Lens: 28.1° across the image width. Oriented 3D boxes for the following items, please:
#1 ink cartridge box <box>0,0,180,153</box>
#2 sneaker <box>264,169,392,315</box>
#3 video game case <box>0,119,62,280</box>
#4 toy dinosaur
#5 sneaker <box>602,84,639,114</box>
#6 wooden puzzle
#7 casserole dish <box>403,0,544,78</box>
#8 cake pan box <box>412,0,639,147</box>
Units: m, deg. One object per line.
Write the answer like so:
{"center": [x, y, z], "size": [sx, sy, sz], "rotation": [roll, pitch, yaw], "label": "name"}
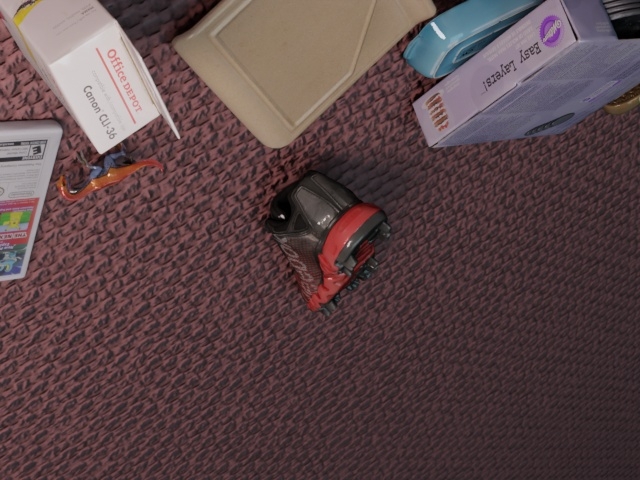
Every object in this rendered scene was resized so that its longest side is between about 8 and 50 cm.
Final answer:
{"center": [-0.202, -0.155, 1.061], "size": [0.067, 0.198, 0.115], "rotation": [-36, 143, -10], "label": "ink cartridge box"}
{"center": [0.000, 0.000, 1.501], "size": [0.097, 0.135, 0.276], "rotation": [-45, 169, -18], "label": "sneaker"}
{"center": [-0.353, -0.029, 1.200], "size": [0.201, 0.023, 0.183], "rotation": [-8, 132, -40], "label": "video game case"}
{"center": [-0.216, -0.066, 1.257], "size": [0.082, 0.090, 0.047], "rotation": [-55, 140, -40], "label": "toy dinosaur"}
{"center": [0.461, -0.220, 1.729], "size": [0.192, 0.064, 0.086], "rotation": [-42, 140, -6], "label": "sneaker"}
{"center": [-0.013, -0.223, 1.309], "size": [0.239, 0.044, 0.221], "rotation": [-39, 145, 3], "label": "wooden puzzle"}
{"center": [0.179, -0.237, 1.438], "size": [0.188, 0.037, 0.114], "rotation": [-27, 166, -20], "label": "casserole dish"}
{"center": [0.278, -0.197, 1.477], "size": [0.246, 0.070, 0.267], "rotation": [-12, 165, -39], "label": "cake pan box"}
